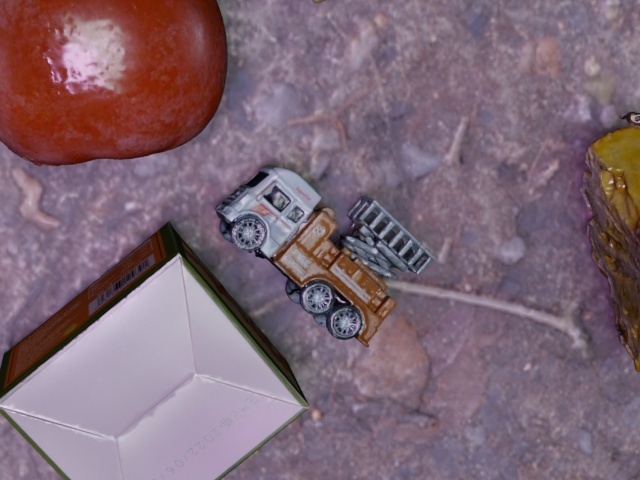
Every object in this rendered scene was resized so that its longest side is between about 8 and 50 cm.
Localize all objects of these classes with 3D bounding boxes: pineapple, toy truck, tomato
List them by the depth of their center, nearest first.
[{"bbox_3d":[-0.179,-0.158,0.944,0.208,0.208,0.185,-11,104,-7],"label":"tomato"},{"bbox_3d":[0.304,0.009,1.059,0.114,0.186,0.236,-27,109,-2],"label":"pineapple"},{"bbox_3d":[0.000,0.000,1.065,0.177,0.080,0.115,42,86,-14],"label":"toy truck"}]

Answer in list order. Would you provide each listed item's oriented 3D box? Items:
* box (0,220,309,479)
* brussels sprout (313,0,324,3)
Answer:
[{"bbox_3d":[-0.146,0.118,1.027,0.195,0.148,0.177,-40,107,-1],"label":"box"},{"bbox_3d":[-0.022,-0.293,1.005,0.139,0.100,0.181,-23,104,6],"label":"brussels sprout"}]
